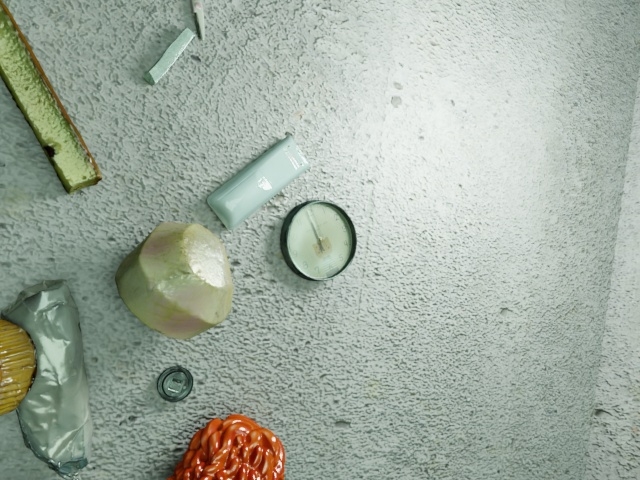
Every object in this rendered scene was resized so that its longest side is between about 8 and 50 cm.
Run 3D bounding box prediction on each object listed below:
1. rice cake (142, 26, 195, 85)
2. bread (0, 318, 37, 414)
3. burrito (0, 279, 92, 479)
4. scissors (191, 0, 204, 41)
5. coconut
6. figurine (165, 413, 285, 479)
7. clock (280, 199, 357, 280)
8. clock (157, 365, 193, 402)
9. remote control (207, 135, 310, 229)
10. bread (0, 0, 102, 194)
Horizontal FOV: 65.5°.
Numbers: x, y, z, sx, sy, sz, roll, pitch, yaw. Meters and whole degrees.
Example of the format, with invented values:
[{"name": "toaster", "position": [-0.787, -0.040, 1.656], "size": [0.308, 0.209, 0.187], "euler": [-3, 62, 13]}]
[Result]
[{"name": "rice cake", "position": [-0.355, -0.434, 1.170], "size": [0.033, 0.029, 0.170], "euler": [41, 72, -29]}, {"name": "bread", "position": [-0.633, 0.233, 0.908], "size": [0.199, 0.104, 0.199], "euler": [0, 89, 14]}, {"name": "burrito", "position": [-0.545, 0.304, 1.009], "size": [0.139, 0.101, 0.445], "euler": [-9, 95, -25]}, {"name": "scissors", "position": [-0.300, -0.571, 1.206], "size": [0.085, 0.022, 0.176], "euler": [-8, 91, -30]}, {"name": "coconut", "position": [-0.310, 0.091, 1.075], "size": [0.259, 0.259, 0.259], "euler": [1, 89, -29]}, {"name": "figurine", "position": [-0.226, 0.611, 1.104], "size": [0.306, 0.241, 0.411], "euler": [7, 93, -55]}, {"name": "clock", "position": [0.000, 0.000, 1.351], "size": [0.226, 0.049, 0.226], "euler": [0, 90, -30]}, {"name": "clock", "position": [-0.342, 0.337, 1.170], "size": [0.085, 0.017, 0.085], "euler": [1, 89, -29]}, {"name": "remote control", "position": [-0.150, -0.150, 1.268], "size": [0.293, 0.051, 0.103], "euler": [-43, 108, -24]}, {"name": "bread", "position": [-0.560, -0.269, 0.989], "size": [0.077, 0.138, 0.361], "euler": [-31, 104, -24]}]
